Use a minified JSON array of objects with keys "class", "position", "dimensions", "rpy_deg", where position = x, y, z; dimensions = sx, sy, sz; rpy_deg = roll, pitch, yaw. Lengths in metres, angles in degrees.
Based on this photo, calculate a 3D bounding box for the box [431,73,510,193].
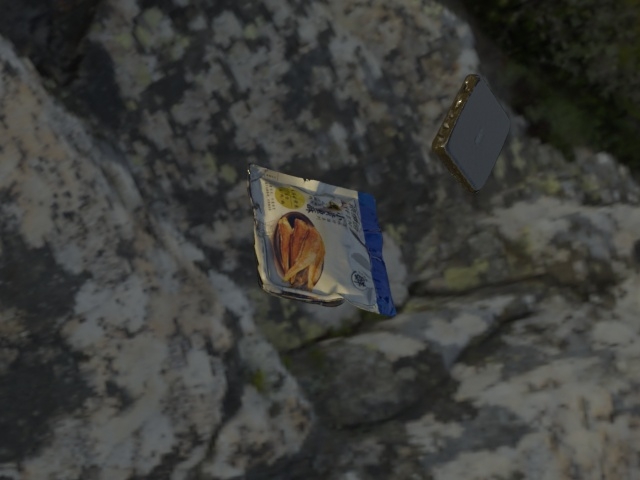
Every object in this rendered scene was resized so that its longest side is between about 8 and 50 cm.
[{"class":"box","position":[0.203,-0.140,1.746],"dimensions":[0.125,0.027,0.126],"rpy_deg":[47,64,-46]}]

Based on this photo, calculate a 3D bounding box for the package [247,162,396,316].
[{"class":"package","position":[0.000,0.000,1.439],"dimensions":[0.173,0.027,0.171],"rpy_deg":[11,50,-27]}]
